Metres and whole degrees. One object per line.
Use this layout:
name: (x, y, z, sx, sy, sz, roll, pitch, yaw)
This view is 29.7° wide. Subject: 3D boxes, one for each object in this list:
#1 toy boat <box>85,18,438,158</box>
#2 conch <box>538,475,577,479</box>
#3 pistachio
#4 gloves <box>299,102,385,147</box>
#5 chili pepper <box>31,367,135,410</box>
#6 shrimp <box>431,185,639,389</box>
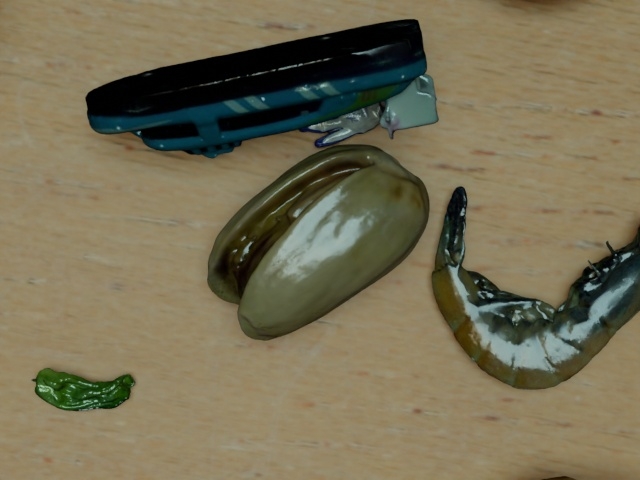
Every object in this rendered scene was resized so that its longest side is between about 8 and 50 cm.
toy boat: (-0.051, -0.116, 1.047, 0.299, 0.134, 0.092, -11, 111, 8)
conch: (0.160, 0.275, 1.063, 0.330, 0.093, 0.109, -18, 105, 16)
pistachio: (0.000, 0.000, 1.055, 0.206, 0.129, 0.131, -38, 134, 0)
gloves: (0.016, -0.122, 1.105, 0.086, 0.026, 0.064, -17, 87, 2)
chili pepper: (-0.212, 0.133, 1.075, 0.091, 0.030, 0.034, 6, 61, -5)
shrimp: (0.218, 0.001, 1.095, 0.262, 0.051, 0.198, -40, 88, -2)
